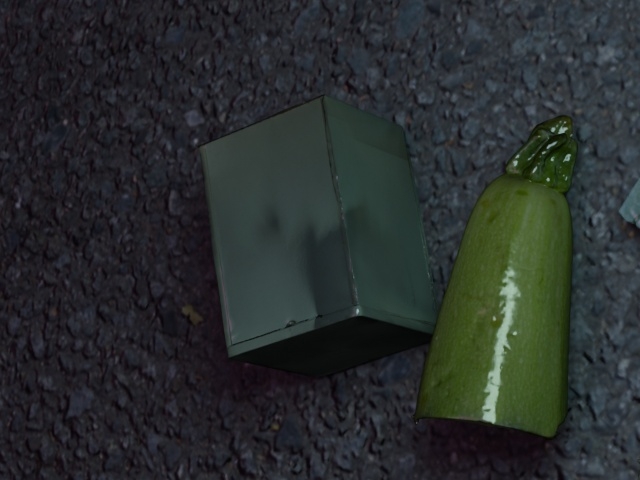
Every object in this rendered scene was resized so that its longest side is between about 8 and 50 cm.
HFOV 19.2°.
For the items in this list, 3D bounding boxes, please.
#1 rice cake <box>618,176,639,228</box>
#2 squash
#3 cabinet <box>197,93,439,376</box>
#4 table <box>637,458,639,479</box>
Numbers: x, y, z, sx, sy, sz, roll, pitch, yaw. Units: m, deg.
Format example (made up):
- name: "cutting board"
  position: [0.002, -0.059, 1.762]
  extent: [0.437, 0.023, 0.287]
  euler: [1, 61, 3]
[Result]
- name: "rice cake"
  position: [0.329, -0.109, 1.547]
  extent: [0.042, 0.045, 0.245]
  euler: [47, 111, 35]
- name: "squash"
  position: [0.162, 0.034, 1.627]
  extent: [0.137, 0.137, 0.287]
  euler: [-4, 67, 38]
- name: "cabinet"
  position: [0.000, 0.000, 1.720]
  extent: [0.145, 0.150, 0.206]
  euler: [-20, 69, 30]
- name: "table"
  position: [0.291, 0.205, 1.506]
  extent: [0.079, 0.062, 0.083]
  euler: [17, 92, 39]
